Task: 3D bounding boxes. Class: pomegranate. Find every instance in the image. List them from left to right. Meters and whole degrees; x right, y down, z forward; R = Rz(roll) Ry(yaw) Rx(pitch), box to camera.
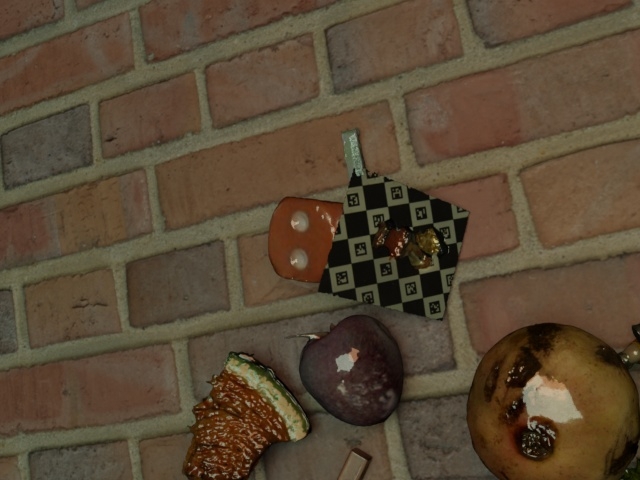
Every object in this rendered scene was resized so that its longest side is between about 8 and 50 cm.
[{"bbox_3d":[0.417,0.309,1.286,0.322,0.322,0.321,-2,83,20],"label":"pomegranate"}]

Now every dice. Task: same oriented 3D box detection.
[{"bbox_3d":[0.000,0.000,1.518,0.175,0.174,0.179,12,96,31],"label":"dice"}]

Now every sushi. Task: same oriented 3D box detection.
[{"bbox_3d":[0.149,0.013,1.468,0.290,0.050,0.263,17,84,-21],"label":"sushi"}]

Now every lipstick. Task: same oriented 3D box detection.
[{"bbox_3d":[0.058,0.520,1.520,0.045,0.045,0.145,26,94,23],"label":"lipstick"}]

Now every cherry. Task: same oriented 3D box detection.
[{"bbox_3d":[0.064,0.263,1.477,0.213,0.183,0.266,-37,88,22],"label":"cherry"}]

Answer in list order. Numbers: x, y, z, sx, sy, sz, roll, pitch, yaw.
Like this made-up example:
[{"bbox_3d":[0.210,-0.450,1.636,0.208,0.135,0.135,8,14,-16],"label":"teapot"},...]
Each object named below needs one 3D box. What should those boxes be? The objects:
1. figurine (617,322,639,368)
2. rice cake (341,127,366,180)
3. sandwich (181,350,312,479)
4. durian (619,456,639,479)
[{"bbox_3d":[0.669,0.247,1.265,0.192,0.167,0.256,-49,47,17],"label":"figurine"},{"bbox_3d":[0.083,-0.152,1.595,0.043,0.034,0.210,-14,79,17],"label":"rice cake"},{"bbox_3d":[-0.182,0.422,1.562,0.250,0.162,0.301,38,67,8],"label":"sandwich"},{"bbox_3d":[0.603,0.533,1.301,0.169,0.158,0.351,30,96,-14],"label":"durian"}]
